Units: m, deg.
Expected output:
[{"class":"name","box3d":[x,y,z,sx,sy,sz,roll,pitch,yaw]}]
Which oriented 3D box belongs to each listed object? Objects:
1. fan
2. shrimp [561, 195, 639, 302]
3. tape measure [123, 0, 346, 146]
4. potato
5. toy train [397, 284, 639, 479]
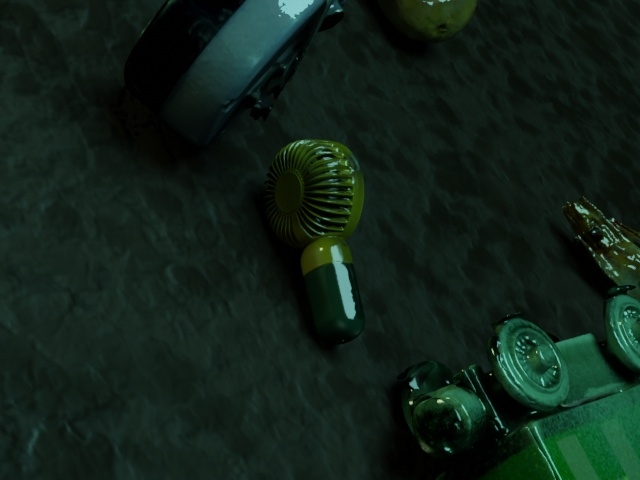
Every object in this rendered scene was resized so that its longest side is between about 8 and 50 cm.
[{"class":"fan","box3d":[0.000,0.000,0.970,0.039,0.082,0.155,3,66,-40]},{"class":"shrimp","box3d":[0.312,0.027,1.302,0.217,0.051,0.115,36,30,-16]},{"class":"tape measure","box3d":[-0.054,-0.153,0.964,0.107,0.181,0.182,40,-2,-3]},{"class":"potato","box3d":[0.097,-0.268,1.321,0.107,0.080,0.170,-7,56,-15]},{"class":"toy train","box3d":[0.191,0.149,0.993,0.301,0.120,0.202,-8,66,-51]}]
